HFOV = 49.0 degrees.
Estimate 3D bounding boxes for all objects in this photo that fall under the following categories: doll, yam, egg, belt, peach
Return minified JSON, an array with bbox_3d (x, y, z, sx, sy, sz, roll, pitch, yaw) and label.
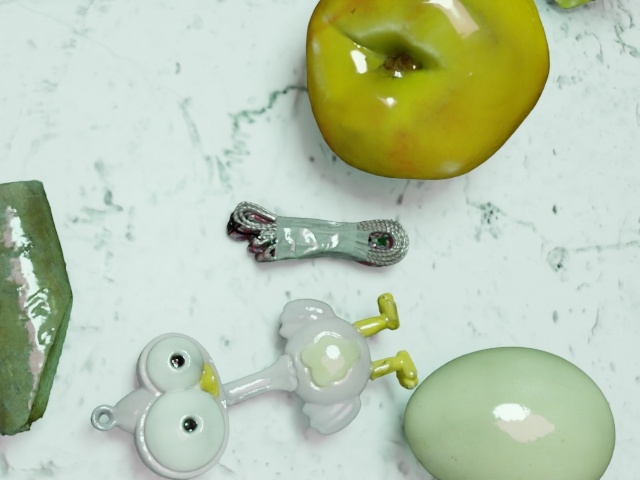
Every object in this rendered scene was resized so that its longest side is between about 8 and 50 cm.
[{"bbox_3d":[-0.071,0.159,0.794,0.365,0.094,0.160,-11,79,-22],"label":"doll"},{"bbox_3d":[-0.309,0.063,0.726,0.106,0.106,0.259,-13,82,-22],"label":"yam"},{"bbox_3d":[0.221,0.219,0.830,0.253,0.188,0.189,8,75,-15],"label":"egg"},{"bbox_3d":[0.000,0.000,0.877,0.231,0.053,0.071,6,77,-19],"label":"belt"},{"bbox_3d":[0.135,-0.219,0.868,0.289,0.289,0.308,57,28,0],"label":"peach"}]

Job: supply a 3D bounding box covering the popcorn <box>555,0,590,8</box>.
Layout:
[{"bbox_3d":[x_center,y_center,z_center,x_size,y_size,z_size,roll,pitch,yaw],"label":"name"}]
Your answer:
[{"bbox_3d":[0.394,-0.506,1.003,0.312,0.312,0.312,4,76,-18],"label":"popcorn"}]
